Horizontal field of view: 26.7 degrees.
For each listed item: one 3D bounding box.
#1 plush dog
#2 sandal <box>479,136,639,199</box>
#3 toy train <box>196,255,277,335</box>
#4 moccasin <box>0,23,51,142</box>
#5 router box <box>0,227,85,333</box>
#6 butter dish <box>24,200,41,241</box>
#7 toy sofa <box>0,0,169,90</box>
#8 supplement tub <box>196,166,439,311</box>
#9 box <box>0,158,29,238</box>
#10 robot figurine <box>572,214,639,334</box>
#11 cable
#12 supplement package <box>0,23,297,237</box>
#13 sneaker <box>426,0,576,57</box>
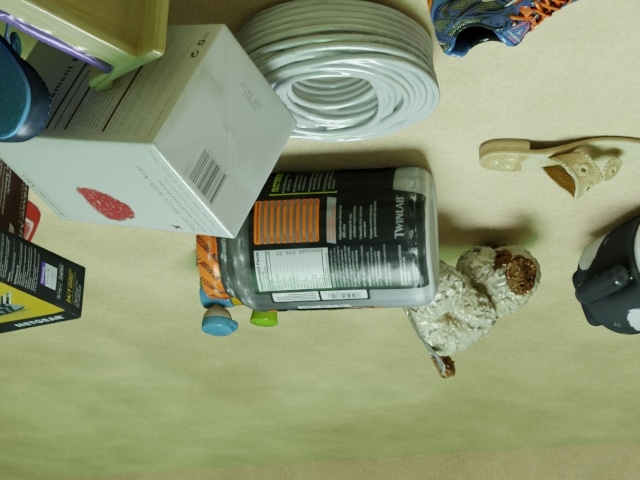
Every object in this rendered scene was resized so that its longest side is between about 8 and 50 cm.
[{"bbox_3d":[0.251,0.087,2.168,0.225,0.210,0.262,-28,-168,-2],"label":"plush dog"},{"bbox_3d":[0.344,-0.093,1.900,0.240,0.079,0.088,1,158,1],"label":"sandal"},{"bbox_3d":[-0.085,0.080,2.262,0.248,0.143,0.105,-5,158,14],"label":"toy train"},{"bbox_3d":[-0.404,-0.205,1.508,0.342,0.137,0.117,34,-172,31],"label":"moccasin"},{"bbox_3d":[-0.522,0.061,1.868,0.309,0.081,0.243,-12,154,30],"label":"router box"},{"bbox_3d":[-0.535,-0.013,2.090,0.118,0.159,0.160,16,166,30],"label":"butter dish"},{"bbox_3d":[-0.338,-0.286,1.368,0.177,0.150,0.363,-19,150,38],"label":"toy sofa"},{"bbox_3d":[0.000,0.000,1.979,0.338,0.207,0.207,-2,158,9],"label":"supplement tub"},{"bbox_3d":[-0.515,-0.069,1.884,0.167,0.168,0.203,0,159,2],"label":"box"},{"bbox_3d":[0.517,0.052,2.119,0.174,0.209,0.278,38,148,-9],"label":"robot figurine"},{"bbox_3d":[0.014,-0.201,1.641,0.257,0.089,0.257,14,155,-30],"label":"cable"},{"bbox_3d":[-0.213,-0.129,1.565,0.293,0.175,0.177,6,148,38],"label":"supplement package"},{"bbox_3d":[0.222,-0.257,1.494,0.221,0.087,0.083,-14,154,34],"label":"sneaker"}]
